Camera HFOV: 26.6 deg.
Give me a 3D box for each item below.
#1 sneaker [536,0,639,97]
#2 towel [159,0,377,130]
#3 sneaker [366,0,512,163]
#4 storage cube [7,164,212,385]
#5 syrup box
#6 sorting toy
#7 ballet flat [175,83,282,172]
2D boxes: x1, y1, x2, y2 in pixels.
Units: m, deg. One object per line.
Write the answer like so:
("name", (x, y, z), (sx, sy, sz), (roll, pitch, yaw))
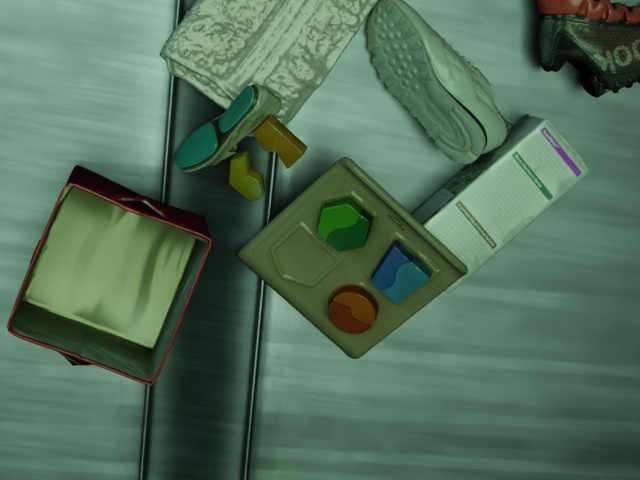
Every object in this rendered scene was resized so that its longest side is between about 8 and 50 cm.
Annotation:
("sneaker", (0.398, -0.240, 1.716), (0.276, 0.097, 0.135), (10, 97, -7))
("towel", (-0.052, -0.284, 1.675), (0.187, 0.049, 0.282), (34, 93, -12))
("sneaker", (0.148, -0.208, 1.703), (0.095, 0.090, 0.235), (-34, 91, -37))
("storage cube", (-0.252, 0.037, 1.627), (0.184, 0.193, 0.215), (22, 97, -10))
("syrup box", (0.216, -0.049, 1.724), (0.237, 0.093, 0.096), (-40, 102, 0))
("sorting toy", (0.000, 0.000, 1.673), (0.307, 0.041, 0.229), (42, 124, -11))
("ballet flat", (-0.111, -0.129, 1.666), (0.052, 0.057, 0.168), (20, 138, -39))
